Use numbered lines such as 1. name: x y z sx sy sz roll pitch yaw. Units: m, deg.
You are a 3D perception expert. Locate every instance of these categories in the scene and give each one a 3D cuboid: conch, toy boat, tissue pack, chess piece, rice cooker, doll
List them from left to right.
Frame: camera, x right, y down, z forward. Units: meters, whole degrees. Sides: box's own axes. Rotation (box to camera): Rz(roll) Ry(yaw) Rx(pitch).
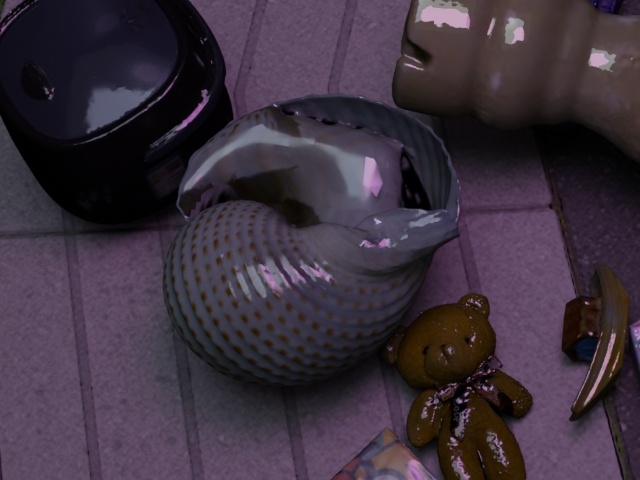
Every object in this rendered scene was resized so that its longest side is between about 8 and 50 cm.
1. rice cooker: -0.225 -0.157 1.824 0.267 0.224 0.267 -5 64 10
2. conch: 0.000 0.009 1.714 0.319 0.215 0.303 -3 56 14
3. tissue pack: 0.053 0.280 1.666 0.148 0.060 0.108 -41 65 -8
4. doll: 0.147 0.159 1.688 0.137 0.097 0.209 -20 69 -5
5. toy boat: 0.281 0.105 1.702 0.066 0.065 0.172 8 62 6
6. chess piece: 0.303 -0.168 1.695 0.442 0.234 0.234 15 69 5

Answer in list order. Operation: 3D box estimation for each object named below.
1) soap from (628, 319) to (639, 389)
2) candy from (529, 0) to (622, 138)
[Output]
1. soap: 0.392 0.101 1.689 0.149 0.056 0.100 -13 66 5
2. candy: 0.292 -0.261 1.867 0.088 0.061 0.312 16 71 12
